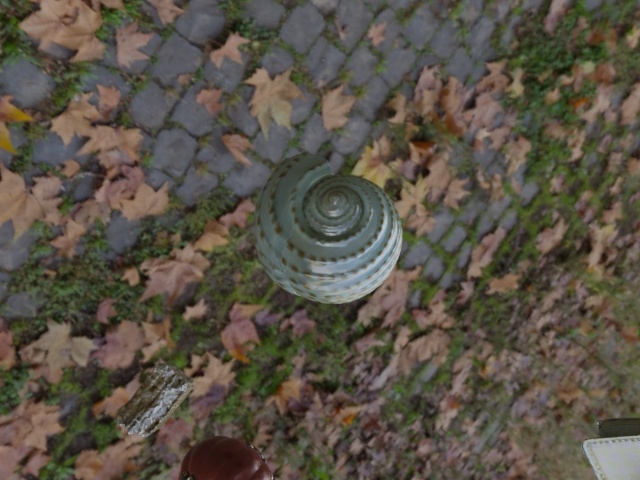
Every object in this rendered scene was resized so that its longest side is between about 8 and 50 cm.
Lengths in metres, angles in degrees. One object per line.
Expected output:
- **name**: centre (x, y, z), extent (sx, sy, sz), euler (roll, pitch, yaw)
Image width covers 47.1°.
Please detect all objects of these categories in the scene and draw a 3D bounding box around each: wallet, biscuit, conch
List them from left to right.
- **biscuit**: centre (-0.257, 0.255, 1.174), extent (0.108, 0.062, 0.239), euler (-52, 178, -12)
- **conch**: centre (-0.008, 0.006, 1.371), extent (0.215, 0.303, 0.319), euler (-45, 158, -43)
- **wallet**: centre (0.559, 0.347, 1.045), extent (0.077, 0.309, 0.223), euler (-36, 103, -42)

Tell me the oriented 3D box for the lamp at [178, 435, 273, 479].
- **lamp**: centre (-0.210, 0.540, 1.602), extent (0.227, 0.227, 0.227), euler (-22, 129, -30)
